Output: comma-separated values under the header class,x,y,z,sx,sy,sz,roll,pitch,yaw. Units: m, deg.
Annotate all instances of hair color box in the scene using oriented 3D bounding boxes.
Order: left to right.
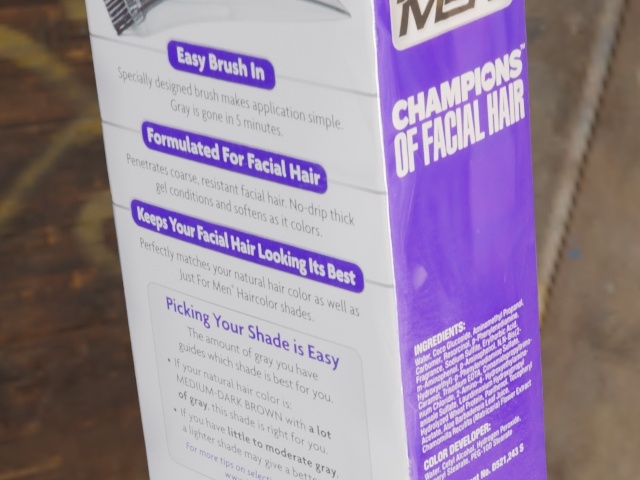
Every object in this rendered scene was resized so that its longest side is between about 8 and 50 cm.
class,x,y,z,sx,sy,sz,roll,pitch,yaw
hair color box,0.000,0.000,0.892,0.185,0.110,0.339,17,123,42
